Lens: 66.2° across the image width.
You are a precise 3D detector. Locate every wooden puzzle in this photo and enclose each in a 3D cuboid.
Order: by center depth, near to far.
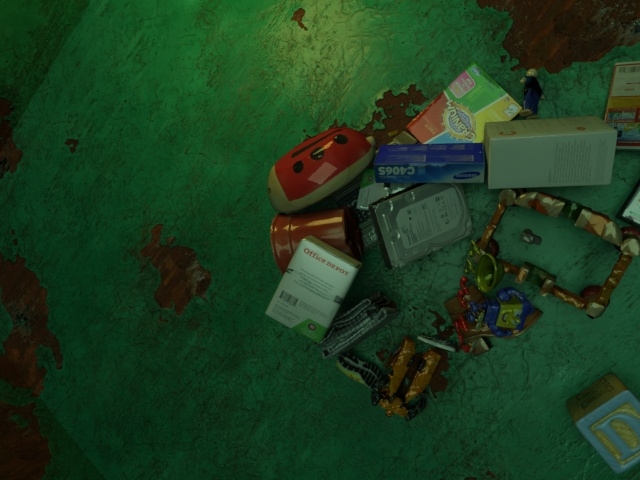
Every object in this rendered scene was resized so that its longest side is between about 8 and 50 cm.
[{"bbox_3d":[0.308,-0.364,1.797,0.116,0.078,0.014,46,148,18],"label":"wooden puzzle"}]

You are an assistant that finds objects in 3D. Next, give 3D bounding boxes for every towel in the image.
[{"bbox_3d":[0.127,0.297,1.775,0.283,0.235,0.121,-39,73,15],"label":"towel"},{"bbox_3d":[0.224,-0.164,1.836,0.324,0.056,0.312,-30,79,19],"label":"towel"}]

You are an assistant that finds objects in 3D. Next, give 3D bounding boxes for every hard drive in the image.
[{"bbox_3d":[0.344,-0.072,1.661,0.338,0.064,0.237,-22,104,-15],"label":"hard drive"}]

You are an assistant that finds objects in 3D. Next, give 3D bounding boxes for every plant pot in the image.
[{"bbox_3d":[0.000,0.000,1.781,0.265,0.272,0.273,-13,87,21],"label":"plant pot"}]

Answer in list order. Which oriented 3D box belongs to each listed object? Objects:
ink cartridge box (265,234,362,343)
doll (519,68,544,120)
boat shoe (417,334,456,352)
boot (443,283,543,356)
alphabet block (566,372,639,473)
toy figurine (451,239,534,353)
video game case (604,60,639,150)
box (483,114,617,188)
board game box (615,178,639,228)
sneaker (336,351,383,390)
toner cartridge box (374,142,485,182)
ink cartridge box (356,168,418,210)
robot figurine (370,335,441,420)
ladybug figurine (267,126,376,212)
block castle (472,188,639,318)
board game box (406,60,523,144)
[{"bbox_3d":[-0.019,0.157,1.623,0.211,0.121,0.289,29,102,7],"label":"ink cartridge box"},{"bbox_3d":[0.700,-0.494,1.633,0.046,0.129,0.189,-14,56,53],"label":"doll"},{"bbox_3d":[0.422,0.365,1.777,0.142,0.049,0.040,17,77,16],"label":"boat shoe"},{"bbox_3d":[0.589,0.243,1.698,0.283,0.109,0.220,-35,76,23],"label":"boot"},{"bbox_3d":[0.918,0.562,1.533,0.193,0.197,0.192,-40,80,15],"label":"alphabet block"},{"bbox_3d":[0.574,0.186,1.564,0.217,0.191,0.363,2,116,-5],"label":"toy figurine"},{"bbox_3d":[1.004,-0.419,1.524,0.204,0.025,0.285,10,86,38],"label":"video game case"},{"bbox_3d":[0.700,-0.279,1.543,0.345,0.215,0.168,0,116,14],"label":"box"},{"bbox_3d":[1.106,-0.154,1.511,0.224,0.097,0.303,31,99,16],"label":"board game box"},{"bbox_3d":[0.146,0.498,1.860,0.208,0.094,0.081,37,58,0],"label":"sneaker"},{"bbox_3d":[0.362,-0.259,1.639,0.347,0.165,0.075,2,124,15],"label":"toner cartridge box"},{"bbox_3d":[0.249,-0.166,1.750,0.208,0.087,0.153,11,94,20],"label":"ink cartridge box"},{"bbox_3d":[0.307,0.507,1.781,0.211,0.085,0.291,25,99,-2],"label":"robot figurine"},{"bbox_3d":[-0.012,-0.270,1.773,0.449,0.305,0.162,-29,120,13],"label":"ladybug figurine"},{"bbox_3d":[0.746,0.016,1.580,0.453,0.213,0.303,27,111,23],"label":"block castle"},{"bbox_3d":[0.500,-0.422,1.724,0.316,0.064,0.242,-44,78,14],"label":"board game box"}]
